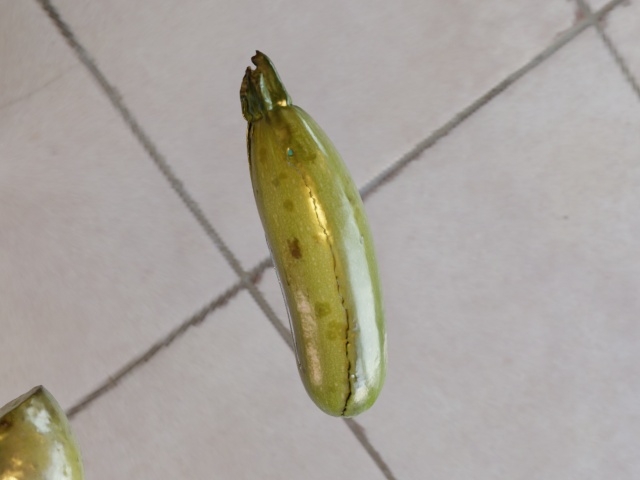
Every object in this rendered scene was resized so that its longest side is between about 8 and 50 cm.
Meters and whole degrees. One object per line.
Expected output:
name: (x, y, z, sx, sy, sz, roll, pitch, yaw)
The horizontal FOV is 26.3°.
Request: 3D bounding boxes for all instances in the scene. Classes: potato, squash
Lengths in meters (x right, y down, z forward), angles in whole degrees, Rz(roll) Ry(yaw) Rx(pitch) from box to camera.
potato: (-0.287, 0.239, 1.086, 0.176, 0.141, 0.298, 32, 100, -5)
squash: (0.000, 0.000, 1.176, 0.095, 0.094, 0.340, -18, 106, -13)
